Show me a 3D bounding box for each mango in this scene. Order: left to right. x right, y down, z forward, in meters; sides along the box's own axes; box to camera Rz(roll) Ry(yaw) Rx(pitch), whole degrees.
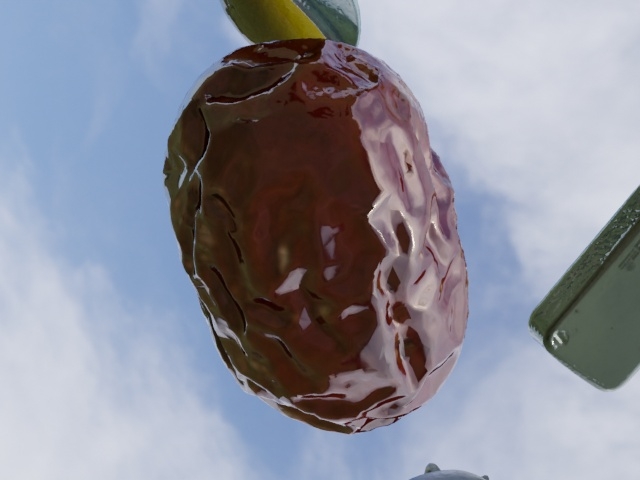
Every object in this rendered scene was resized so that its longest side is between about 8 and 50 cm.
[{"bbox_3d":[-0.040,-0.222,1.010,0.161,0.076,0.103,51,-32,-3],"label":"mango"}]

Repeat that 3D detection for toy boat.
[{"bbox_3d":[-0.002,-0.166,0.712,0.096,0.122,0.034,5,-117,55],"label":"toy boat"}]

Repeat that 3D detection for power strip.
[{"bbox_3d":[0.363,0.047,1.117,0.265,0.194,0.059,-51,-159,8],"label":"power strip"}]

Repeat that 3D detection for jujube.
[{"bbox_3d":[0.000,0.000,0.654,0.174,0.174,0.250,11,-47,44],"label":"jujube"}]

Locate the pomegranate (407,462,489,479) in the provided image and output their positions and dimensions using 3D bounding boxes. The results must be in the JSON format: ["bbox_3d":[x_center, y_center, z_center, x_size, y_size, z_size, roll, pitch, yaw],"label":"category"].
[{"bbox_3d":[0.104,0.258,0.878,0.191,0.131,0.152,-111,-144,-85],"label":"pomegranate"}]
